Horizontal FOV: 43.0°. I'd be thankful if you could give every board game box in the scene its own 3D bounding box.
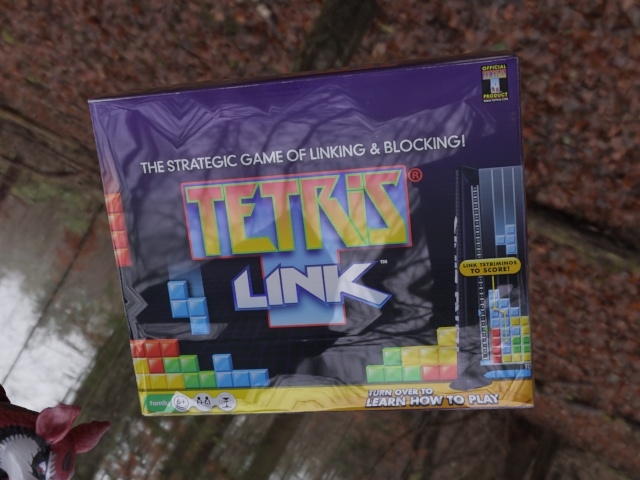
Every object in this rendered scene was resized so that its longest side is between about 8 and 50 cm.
[{"bbox_3d":[0.000,0.000,0.342,0.170,0.141,0.048,-4,-165,11],"label":"board game box"}]

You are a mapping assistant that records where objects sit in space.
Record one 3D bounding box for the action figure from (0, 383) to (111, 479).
[{"bbox_3d":[-0.333,0.182,0.589,0.276,0.370,0.248,-120,15,-59],"label":"action figure"}]
